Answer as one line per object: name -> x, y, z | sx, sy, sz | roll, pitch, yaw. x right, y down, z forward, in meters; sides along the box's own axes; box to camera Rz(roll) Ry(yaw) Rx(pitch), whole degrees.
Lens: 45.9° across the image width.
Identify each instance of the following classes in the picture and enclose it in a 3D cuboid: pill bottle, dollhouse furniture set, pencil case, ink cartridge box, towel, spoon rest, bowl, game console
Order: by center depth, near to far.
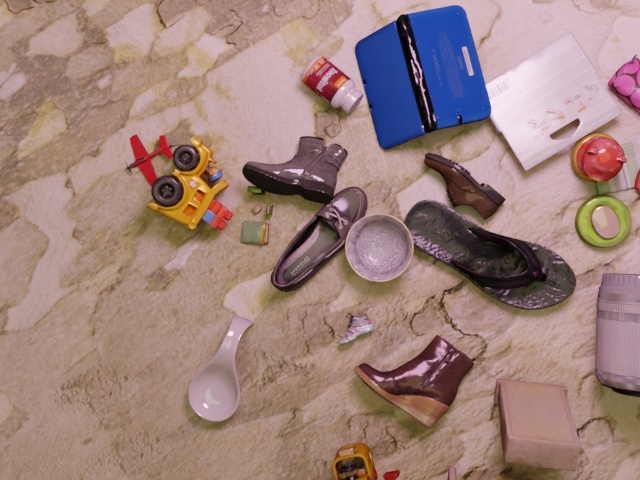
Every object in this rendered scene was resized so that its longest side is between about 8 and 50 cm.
dollhouse furniture set -> 0.490, 0.572, 1.813 | 0.362, 0.256, 0.394 | 6, 111, 8
pencil case -> 0.804, -0.350, 1.821 | 0.209, 0.095, 0.098 | 43, 78, 4
towel -> 0.746, -0.181, 1.856 | 0.152, 0.023, 0.113 | -14, 87, 7
ink cartridge box -> 0.556, -0.339, 1.864 | 0.275, 0.060, 0.238 | -31, 86, 6
game console -> 0.253, -0.404, 1.888 | 0.250, 0.173, 0.293 | -14, 88, -12
bowl -> 0.152, 0.016, 1.892 | 0.170, 0.080, 0.170 | 0, 92, 13
pill bottle -> 0.032, -0.393, 1.916 | 0.152, 0.086, 0.086 | 40, 94, 6
spoon rest -> -0.250, 0.331, 1.939 | 0.137, 0.084, 0.276 | 19, 91, 7
dollhouse furniture set -> -0.166, -0.062, 1.947 | 0.076, 0.058, 0.151 | 6, 90, 8

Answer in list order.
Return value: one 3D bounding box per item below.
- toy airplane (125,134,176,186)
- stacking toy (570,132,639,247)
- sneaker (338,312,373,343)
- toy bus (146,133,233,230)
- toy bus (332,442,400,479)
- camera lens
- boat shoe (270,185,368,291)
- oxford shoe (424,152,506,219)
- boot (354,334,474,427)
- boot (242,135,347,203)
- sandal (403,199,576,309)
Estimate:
toy airplane -> -0.449, -0.222, 2.000 | 0.151, 0.028, 0.151 | 0, 88, 8
stacking toy -> 0.752, -0.109, 1.785 | 0.309, 0.130, 0.279 | 6, 96, 8
sneaker -> 0.079, 0.218, 1.926 | 0.098, 0.038, 0.069 | -27, 84, -4
toy bus -> -0.308, -0.131, 1.933 | 0.211, 0.149, 0.220 | 31, 90, -7
toy bus -> 0.077, 0.560, 1.845 | 0.202, 0.191, 0.104 | -19, 85, 50
camera lens -> 0.753, 0.216, 1.748 | 0.220, 0.219, 0.274 | 2, 89, 7
boat shoe -> 0.000, 0.000, 1.907 | 0.112, 0.095, 0.335 | 42, 94, 6
oxford shoe -> 0.340, -0.134, 1.877 | 0.227, 0.083, 0.096 | 38, 98, 7
boot -> 0.234, 0.322, 1.894 | 0.248, 0.090, 0.206 | 33, 81, 8
boot -> -0.063, -0.195, 1.914 | 0.247, 0.083, 0.161 | 15, 64, -2
sandal -> 0.408, 0.043, 1.850 | 0.446, 0.107, 0.167 | 24, 92, 7
